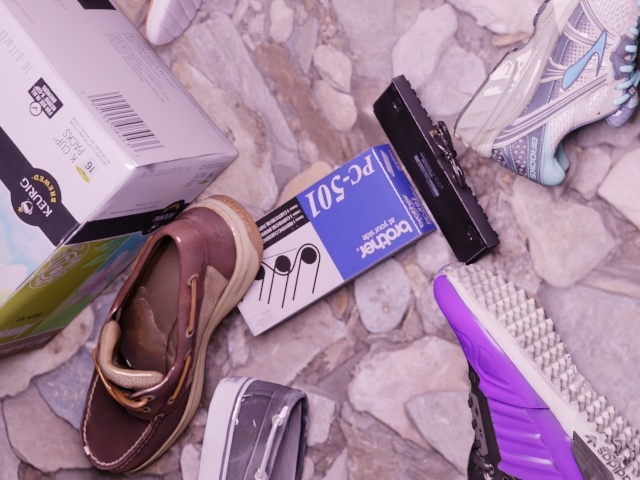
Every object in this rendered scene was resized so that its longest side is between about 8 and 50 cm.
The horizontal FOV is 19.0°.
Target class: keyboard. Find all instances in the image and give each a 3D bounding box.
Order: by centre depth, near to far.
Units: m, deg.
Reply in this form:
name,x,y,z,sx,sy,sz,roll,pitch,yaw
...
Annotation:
name,x,y,z,sx,sy,sz,roll,pitch,yaw
keyboard,0.110,-0.068,1.764,0.023,0.108,0.180,-28,84,-19

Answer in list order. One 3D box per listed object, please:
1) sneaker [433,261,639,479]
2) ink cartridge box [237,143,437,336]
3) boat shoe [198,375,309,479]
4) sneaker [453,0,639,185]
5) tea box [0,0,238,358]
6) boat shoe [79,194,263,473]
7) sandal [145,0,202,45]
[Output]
name,x,y,z,sx,sy,sz,roll,pitch,yaw
sneaker,0.175,0.161,1.746,0.146,0.102,0.293,-43,79,23
ink cartridge box,0.000,0.000,1.836,0.207,0.046,0.097,-32,84,24
boat shoe,-0.061,0.286,1.871,0.102,0.108,0.301,8,92,25
sneaker,0.244,-0.170,1.690,0.122,0.110,0.283,37,117,3
tea box,-0.326,-0.097,1.875,0.323,0.220,0.329,-45,78,22
boat shoe,-0.174,0.105,1.859,0.123,0.123,0.342,44,125,18
sandal,-0.130,-0.316,1.826,0.076,0.102,0.265,31,109,15
